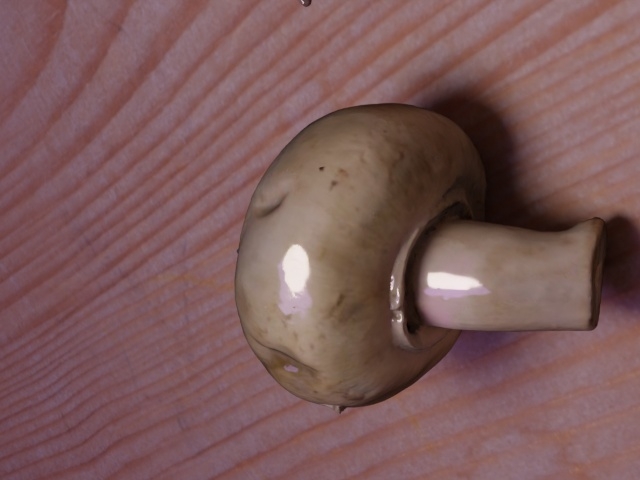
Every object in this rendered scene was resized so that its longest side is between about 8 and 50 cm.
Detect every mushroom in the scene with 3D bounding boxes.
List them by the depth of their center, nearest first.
[{"bbox_3d":[0.079,0.000,1.748,0.315,0.356,0.315,155,90,-87],"label":"mushroom"}]

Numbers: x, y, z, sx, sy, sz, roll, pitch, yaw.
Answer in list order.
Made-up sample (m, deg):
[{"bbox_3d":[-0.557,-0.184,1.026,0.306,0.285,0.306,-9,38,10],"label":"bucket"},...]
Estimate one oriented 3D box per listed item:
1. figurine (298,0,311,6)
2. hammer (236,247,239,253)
[{"bbox_3d":[-0.033,-0.306,1.808,0.138,0.125,0.125,28,132,55],"label":"figurine"},{"bbox_3d":[0.001,0.000,2.024,0.111,0.033,0.287,59,143,7],"label":"hammer"}]
